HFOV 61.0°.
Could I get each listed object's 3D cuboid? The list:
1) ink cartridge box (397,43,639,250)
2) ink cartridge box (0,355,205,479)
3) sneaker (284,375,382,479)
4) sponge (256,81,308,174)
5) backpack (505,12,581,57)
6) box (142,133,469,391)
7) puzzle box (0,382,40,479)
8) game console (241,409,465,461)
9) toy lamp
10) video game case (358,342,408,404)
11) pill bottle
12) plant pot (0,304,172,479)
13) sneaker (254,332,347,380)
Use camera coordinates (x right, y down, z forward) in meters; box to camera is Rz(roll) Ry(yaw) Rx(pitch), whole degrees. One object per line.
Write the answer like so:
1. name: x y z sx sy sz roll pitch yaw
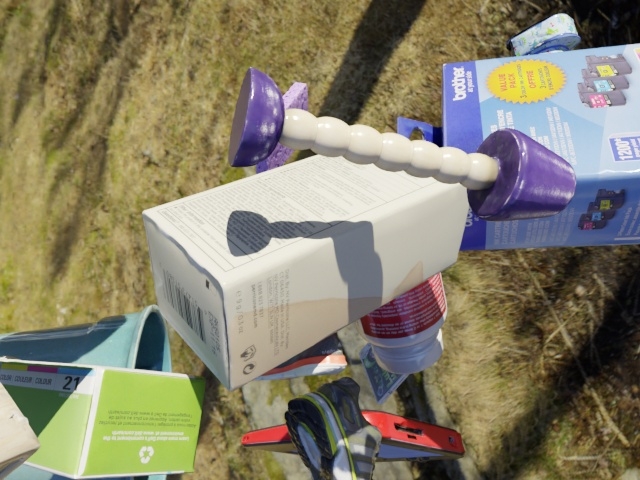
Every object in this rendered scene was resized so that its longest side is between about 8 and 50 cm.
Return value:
1. ink cartridge box: 0.311 -0.131 0.772 0.394 0.151 0.270 -3 50 14
2. ink cartridge box: -0.269 0.161 0.508 0.188 0.255 0.097 -7 71 37
3. sneaker: 0.050 0.345 0.821 0.111 0.121 0.300 4 114 48
4. sponge: -0.076 -0.221 1.096 0.031 0.210 0.117 15 133 15
5. backpack: 0.438 -0.374 1.050 0.114 0.105 0.084 -26 76 43
6. box: 0.000 0.000 0.554 0.148 0.311 0.121 35 135 40
7. puzzle box: -0.279 0.154 0.110 0.272 0.409 0.052 -40 83 -4
8. game console: 0.081 0.432 1.144 0.341 0.386 0.060 -25 52 34
9. toy lamp: 0.072 -0.066 0.419 0.080 0.274 0.080 -171 90 -71
10. video game case: 0.184 0.323 1.499 0.173 0.022 0.190 -55 30 22
11. pill bottle: 0.167 0.097 1.263 0.228 0.229 0.408 4 121 38
12. plant pot: -0.436 0.281 0.880 0.333 0.341 0.342 -1 88 -7
13. sneaker: -0.041 0.120 0.602 0.157 0.061 0.065 -13 73 28
